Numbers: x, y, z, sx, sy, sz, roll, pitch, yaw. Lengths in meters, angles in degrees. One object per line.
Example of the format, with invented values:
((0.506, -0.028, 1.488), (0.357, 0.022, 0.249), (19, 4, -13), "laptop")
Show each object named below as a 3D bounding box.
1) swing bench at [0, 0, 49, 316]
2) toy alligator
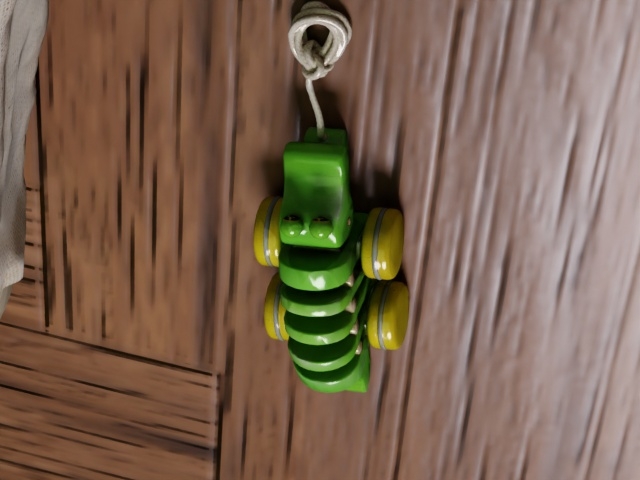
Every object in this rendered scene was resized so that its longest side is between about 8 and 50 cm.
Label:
((-0.206, -0.121, 0.624), (0.255, 0.165, 0.253), (13, 131, -2), "swing bench")
((0.000, 0.000, 0.720), (0.056, 0.051, 0.189), (5, 129, 15), "toy alligator")
